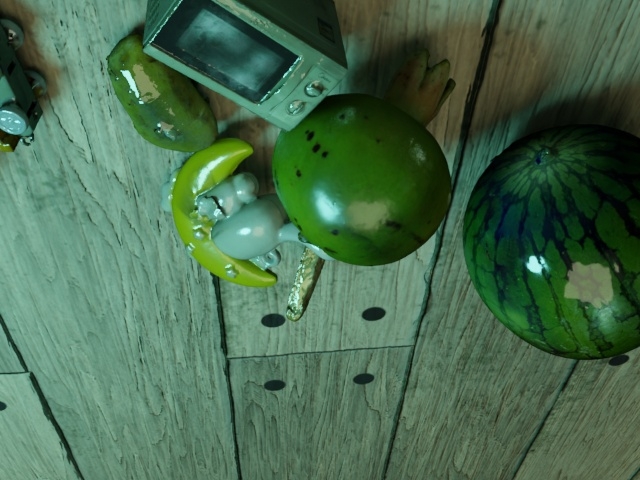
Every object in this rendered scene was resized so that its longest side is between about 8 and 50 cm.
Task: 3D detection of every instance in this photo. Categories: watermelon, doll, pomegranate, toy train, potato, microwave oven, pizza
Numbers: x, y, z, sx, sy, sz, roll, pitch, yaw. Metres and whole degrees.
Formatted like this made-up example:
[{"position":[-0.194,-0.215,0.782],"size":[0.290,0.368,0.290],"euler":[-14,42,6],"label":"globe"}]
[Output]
[{"position":[0.379,-0.002,1.083],"size":[0.363,0.363,0.363],"euler":[-4,139,-4],"label":"watermelon"},{"position":[-0.117,-0.032,1.090],"size":[0.252,0.111,0.237],"euler":[-27,101,35],"label":"doll"},{"position":[0.077,-0.112,0.944],"size":[0.302,0.236,0.236],"euler":[-52,133,-7],"label":"pomegranate"},{"position":[-0.425,-0.200,0.913],"size":[0.127,0.089,0.219],"euler":[0,141,6],"label":"toy train"},{"position":[-0.211,-0.185,0.967],"size":[0.105,0.085,0.188],"euler":[-20,134,10],"label":"potato"},{"position":[-0.089,-0.245,0.854],"size":[0.205,0.163,0.129],"euler":[25,129,-32],"label":"microwave oven"},{"position":[0.000,0.000,1.174],"size":[0.034,0.181,0.262],"euler":[18,114,5],"label":"pizza"}]
